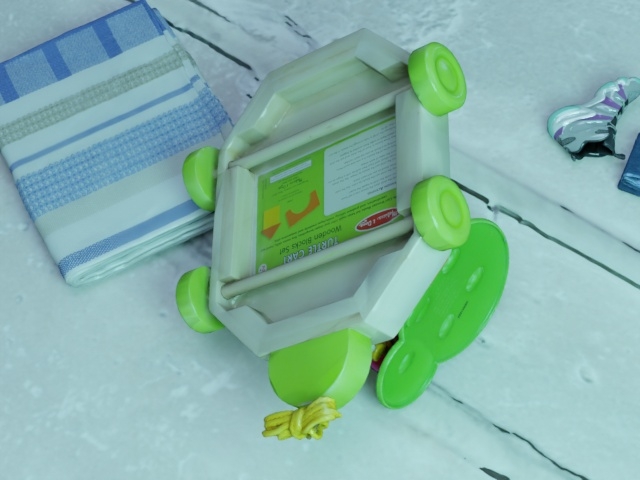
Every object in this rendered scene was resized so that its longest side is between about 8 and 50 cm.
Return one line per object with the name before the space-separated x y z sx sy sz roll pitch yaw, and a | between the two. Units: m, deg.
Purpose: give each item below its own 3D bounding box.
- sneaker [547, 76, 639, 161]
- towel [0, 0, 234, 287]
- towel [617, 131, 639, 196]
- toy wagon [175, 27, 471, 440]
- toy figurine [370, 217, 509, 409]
sneaker | 0.261 -0.102 1.272 0.098 0.038 0.069 -30 59 -1
towel | -0.193 -0.097 1.327 0.209 0.034 0.285 -26 57 -11
towel | 0.327 -0.057 1.235 0.119 0.029 0.067 17 59 18
toy wagon | 0.000 0.000 1.118 0.267 0.068 0.344 -21 56 36
toy figurine | 0.046 0.032 1.183 0.159 0.130 0.173 29 88 38
